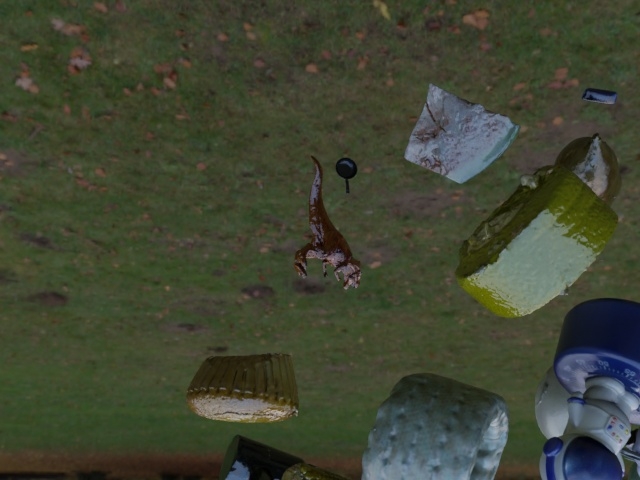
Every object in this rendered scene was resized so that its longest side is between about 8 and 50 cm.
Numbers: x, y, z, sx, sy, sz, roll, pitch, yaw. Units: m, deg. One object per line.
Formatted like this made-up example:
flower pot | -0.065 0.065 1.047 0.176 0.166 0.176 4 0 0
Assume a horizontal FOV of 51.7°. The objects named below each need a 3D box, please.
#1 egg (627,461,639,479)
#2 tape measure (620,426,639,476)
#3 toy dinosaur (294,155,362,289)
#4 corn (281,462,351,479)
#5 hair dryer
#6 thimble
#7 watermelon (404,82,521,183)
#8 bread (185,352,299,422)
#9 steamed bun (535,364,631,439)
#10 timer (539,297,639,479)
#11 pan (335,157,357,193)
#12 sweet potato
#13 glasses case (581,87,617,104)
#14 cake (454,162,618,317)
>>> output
egg | 0.973 0.663 1.857 0.237 0.169 0.169 -35 154 -1
tape measure | 0.830 0.512 1.572 0.196 0.105 0.178 -18 115 48
toy dinosaur | 0.000 0.000 1.863 0.097 0.208 0.432 16 136 49
corn | 0.029 0.517 1.324 0.262 0.097 0.097 37 142 -27
hair dryer | -0.081 0.551 1.441 0.244 0.116 0.302 23 180 -13
thimble | 0.217 0.399 1.236 0.195 0.291 0.291 14 167 31
watermelon | 0.338 -0.256 1.609 0.232 0.193 0.310 12 -162 -19
bread | -0.160 0.307 1.372 0.240 0.139 0.240 0 166 0
steamed bun | 0.741 0.456 1.807 0.283 0.282 0.177 11 178 -22
timer | 0.537 0.330 1.250 0.270 0.383 0.270 27 150 17
pan | 0.076 -0.192 1.983 0.069 0.115 0.023 3 165 -15
sweet potato | 0.607 -0.145 1.521 0.158 0.157 0.370 -9 166 22
glasses case | 0.705 -0.363 1.666 0.083 0.023 0.033 9 127 4
cake | 0.341 0.006 1.081 0.156 0.260 0.179 39 -165 -2
